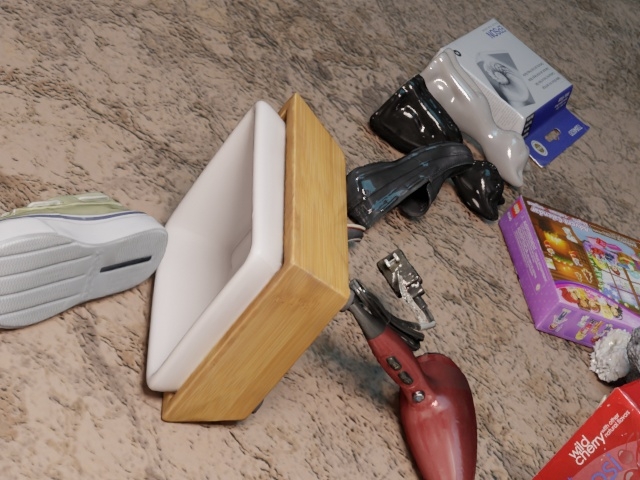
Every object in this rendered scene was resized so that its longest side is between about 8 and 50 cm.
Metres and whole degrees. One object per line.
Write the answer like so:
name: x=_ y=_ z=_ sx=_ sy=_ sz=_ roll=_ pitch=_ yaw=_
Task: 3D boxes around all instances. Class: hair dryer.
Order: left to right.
hair dryer: x=0.083 y=0.144 z=1.848 sx=0.293 sy=0.080 sz=0.223 roll=63 pitch=23 yaw=11

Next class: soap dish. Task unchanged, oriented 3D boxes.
soap dish: x=-0.067 y=0.021 z=1.768 sx=0.118 sy=0.229 sz=0.291 roll=28 pitch=32 yaw=-19

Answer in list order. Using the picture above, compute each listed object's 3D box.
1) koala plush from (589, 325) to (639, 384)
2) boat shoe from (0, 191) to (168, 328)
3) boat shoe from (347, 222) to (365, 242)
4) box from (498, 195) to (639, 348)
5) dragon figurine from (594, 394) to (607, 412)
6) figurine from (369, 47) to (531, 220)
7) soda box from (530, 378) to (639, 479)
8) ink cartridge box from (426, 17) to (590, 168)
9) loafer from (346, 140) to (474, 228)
koala plush: x=0.421 y=0.172 z=2.133 sx=0.196 sy=0.203 sz=0.221 roll=7 pitch=20 yaw=-12
boat shoe: x=-0.270 y=0.012 z=1.722 sx=0.094 sy=0.109 sz=0.302 roll=31 pitch=19 yaw=25
boat shoe: x=0.000 y=0.000 z=2.044 sx=0.137 sy=0.049 sz=0.043 roll=-2 pitch=90 yaw=-49
box: x=0.382 y=0.066 z=2.319 sx=0.293 sy=0.057 sz=0.201 roll=19 pitch=36 yaw=-27
dragon figurine: x=0.394 y=0.306 z=1.981 sx=0.144 sy=0.085 sz=0.289 roll=-2 pitch=51 yaw=-48
figurine: x=0.190 y=-0.135 z=2.385 sx=0.209 sy=0.092 sz=0.215 roll=47 pitch=31 yaw=0
soda box: x=0.258 y=0.250 z=1.749 sx=0.083 sy=0.263 sz=0.092 roll=-10 pitch=55 yaw=-52
ink cartridge box: x=0.287 y=-0.220 z=2.619 sx=0.224 sy=0.045 sz=0.223 roll=42 pitch=31 yaw=7
loafer: x=0.111 y=-0.066 z=2.204 sx=0.223 sy=0.076 sz=0.078 roll=-20 pitch=75 yaw=-42
